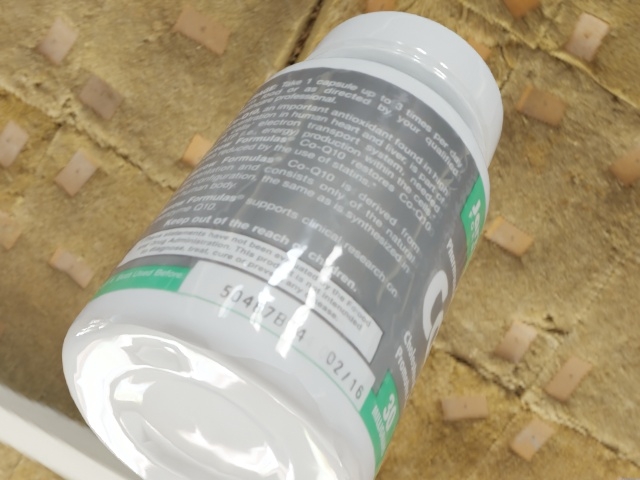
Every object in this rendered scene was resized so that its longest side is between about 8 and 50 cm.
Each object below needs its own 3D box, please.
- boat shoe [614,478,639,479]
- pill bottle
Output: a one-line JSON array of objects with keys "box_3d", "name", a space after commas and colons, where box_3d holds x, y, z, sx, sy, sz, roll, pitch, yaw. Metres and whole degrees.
[{"box_3d": [0.249, 0.200, 0.459, 0.109, 0.258, 0.089, -42, -43, -18], "name": "boat shoe"}, {"box_3d": [0.000, 0.000, 0.664, 0.204, 0.361, 0.204, 17, -42, 16], "name": "pill bottle"}]
